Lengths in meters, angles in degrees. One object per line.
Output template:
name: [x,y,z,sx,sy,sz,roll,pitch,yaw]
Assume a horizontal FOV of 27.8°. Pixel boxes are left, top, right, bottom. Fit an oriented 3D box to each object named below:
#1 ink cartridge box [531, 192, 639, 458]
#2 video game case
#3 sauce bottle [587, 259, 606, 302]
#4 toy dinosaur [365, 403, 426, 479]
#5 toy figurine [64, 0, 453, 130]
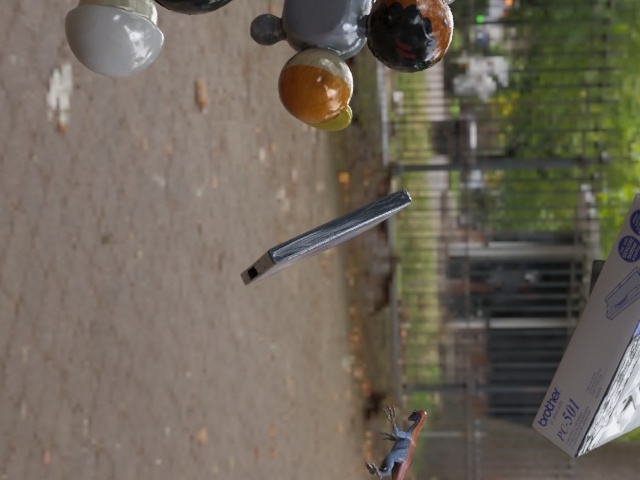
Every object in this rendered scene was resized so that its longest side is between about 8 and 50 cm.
ink cartridge box: [0.233,0.057,0.949,0.097,0.046,0.207,-13,130,-45]
video game case: [0.000,0.000,1.744,0.026,0.196,0.274,65,-13,3]
sauce bottle: [0.477,0.071,1.457,0.111,0.344,0.111,4,90,-78]
toy dinosaur: [0.084,0.211,1.317,0.090,0.082,0.047,55,-15,9]
toy figurine: [-0.029,-0.158,0.751,0.213,0.209,0.148,-19,-123,60]
